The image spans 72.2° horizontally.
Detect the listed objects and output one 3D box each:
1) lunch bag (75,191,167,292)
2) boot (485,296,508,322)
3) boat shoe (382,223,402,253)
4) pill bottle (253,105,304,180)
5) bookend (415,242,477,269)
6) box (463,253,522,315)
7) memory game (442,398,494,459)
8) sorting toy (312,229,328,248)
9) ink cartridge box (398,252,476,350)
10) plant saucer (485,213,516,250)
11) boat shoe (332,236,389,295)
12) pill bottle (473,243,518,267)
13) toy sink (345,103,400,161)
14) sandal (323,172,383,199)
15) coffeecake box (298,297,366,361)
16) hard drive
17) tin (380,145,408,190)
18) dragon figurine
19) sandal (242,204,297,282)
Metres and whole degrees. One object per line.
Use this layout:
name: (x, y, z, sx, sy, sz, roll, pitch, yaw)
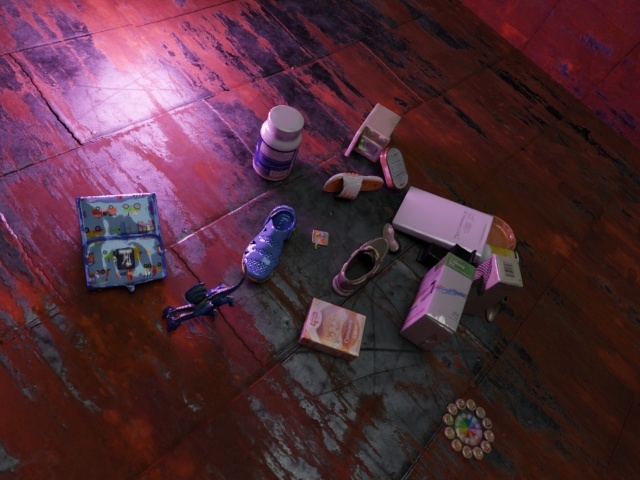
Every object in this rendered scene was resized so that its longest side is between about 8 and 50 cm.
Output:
lunch bag: (-0.598, 0.018, 1.332, 0.221, 0.138, 0.293, -8, 75, -25)
boot: (0.667, 0.244, 1.650, 0.042, 0.087, 0.118, 28, 55, -4)
boat shoe: (0.277, -0.007, 1.695, 0.042, 0.049, 0.133, 27, 36, -44)
pill bottle: (-0.153, -0.355, 1.615, 0.153, 0.264, 0.153, 9, 57, -15)
bookend: (0.471, 0.057, 1.653, 0.157, 0.156, 0.072, 32, 55, 2)
box: (0.582, 0.163, 1.554, 0.094, 0.275, 0.113, 12, 56, -12)
memory game: (0.476, 0.603, 1.407, 0.186, 0.012, 0.186, 9, 57, -15)
sorting toy: (0.000, 0.000, 1.606, 0.062, 0.012, 0.083, 12, 56, -13)
ink cartridge box: (0.401, 0.211, 1.505, 0.117, 0.201, 0.278, 32, 55, 2)
plant saucer: (0.735, -0.019, 1.867, 0.200, 0.037, 0.200, 9, 58, -15)
boat shoe: (0.163, 0.077, 1.569, 0.109, 0.091, 0.305, 42, 56, 8)
pill bottle: (0.681, 0.071, 1.749, 0.184, 0.103, 0.103, 14, 56, -6)
toy sink: (0.228, -0.441, 1.875, 0.131, 0.153, 0.234, 32, 54, 1)
sandal: (0.144, -0.208, 1.731, 0.265, 0.102, 0.076, -4, 59, -24)
coffeecake box: (0.039, 0.287, 1.411, 0.186, 0.068, 0.142, 20, 56, -6)
hard drive: (0.487, -0.074, 1.751, 0.353, 0.047, 0.233, 23, 53, 13)
tin: (0.309, -0.300, 1.826, 0.106, 0.040, 0.189, -27, 107, -27)
dragon figurine: (-0.331, 0.174, 1.268, 0.144, 0.289, 0.085, 9, 50, -61)
sandal: (-0.166, -0.005, 1.477, 0.126, 0.138, 0.317, 25, 56, -6)
